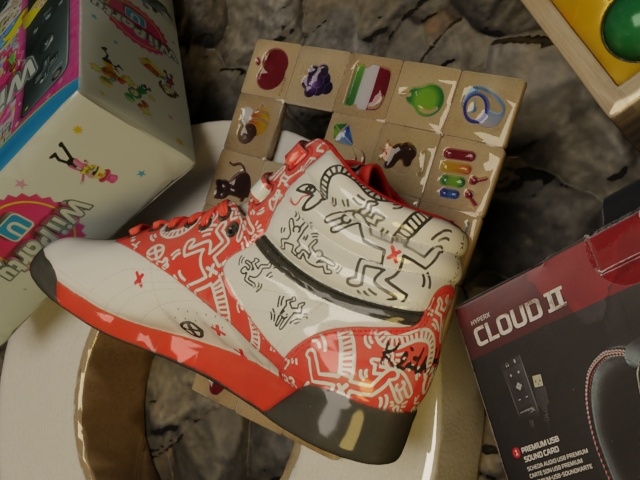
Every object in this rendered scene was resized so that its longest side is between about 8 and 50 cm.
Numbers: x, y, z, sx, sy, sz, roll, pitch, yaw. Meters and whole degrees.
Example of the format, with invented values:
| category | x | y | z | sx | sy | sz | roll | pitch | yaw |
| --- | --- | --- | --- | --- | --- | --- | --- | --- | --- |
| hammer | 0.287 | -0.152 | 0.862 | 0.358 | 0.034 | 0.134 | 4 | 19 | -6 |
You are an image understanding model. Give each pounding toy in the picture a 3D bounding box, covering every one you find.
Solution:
| category | x | y | z | sx | sy | sz | roll | pitch | yaw |
| --- | --- | --- | --- | --- | --- | --- | --- | --- | --- |
| pounding toy | 0.190 | -0.188 | 0.467 | 0.181 | 0.094 | 0.206 | -38 | 62 | 21 |

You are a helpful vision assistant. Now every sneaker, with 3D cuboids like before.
| category | x | y | z | sx | sy | sz | roll | pitch | yaw |
| --- | --- | --- | --- | --- | --- | --- | --- | --- | --- |
| sneaker | -0.045 | 0.006 | 0.488 | 0.270 | 0.090 | 0.145 | 21 | 90 | 31 |

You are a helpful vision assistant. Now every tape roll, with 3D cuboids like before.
| category | x | y | z | sx | sy | sz | roll | pitch | yaw |
| --- | --- | --- | --- | --- | --- | --- | --- | --- | --- |
| tape roll | -0.077 | 0.109 | 0.592 | 0.392 | 0.072 | 0.392 | -8 | 74 | 32 |

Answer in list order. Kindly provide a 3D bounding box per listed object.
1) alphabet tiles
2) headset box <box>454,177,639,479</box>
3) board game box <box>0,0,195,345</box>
| category | x | y | z | sx | sy | sz | roll | pitch | yaw |
| --- | --- | --- | --- | --- | --- | --- | --- | --- | --- |
| alphabet tiles | 0.000 | 0.000 | 0.518 | 0.198 | 0.009 | 0.237 | 18 | 90 | 34 |
| headset box | 0.196 | 0.094 | 0.356 | 0.218 | 0.110 | 0.293 | -37 | 60 | 43 |
| board game box | -0.218 | -0.105 | 0.661 | 0.224 | 0.097 | 0.303 | -40 | 42 | 21 |
